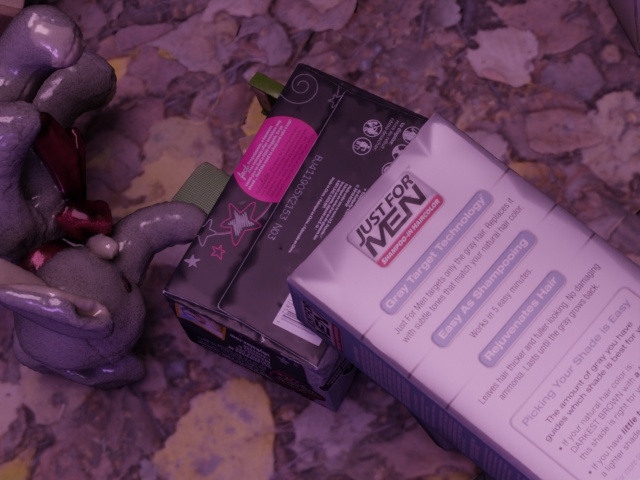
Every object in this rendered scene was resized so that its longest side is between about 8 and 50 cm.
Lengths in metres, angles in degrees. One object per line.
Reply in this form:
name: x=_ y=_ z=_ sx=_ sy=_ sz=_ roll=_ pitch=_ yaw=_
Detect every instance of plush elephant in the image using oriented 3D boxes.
plush elephant: x=-0.227 y=-0.004 z=1.564 sx=0.255 sy=0.272 sz=0.330 roll=38 pitch=80 yaw=4

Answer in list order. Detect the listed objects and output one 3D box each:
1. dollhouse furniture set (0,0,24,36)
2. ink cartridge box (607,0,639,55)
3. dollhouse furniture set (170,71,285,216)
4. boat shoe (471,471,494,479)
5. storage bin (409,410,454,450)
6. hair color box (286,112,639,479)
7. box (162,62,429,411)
dollhouse furniture set: x=-0.476 y=-0.338 z=1.735 sx=0.394 sy=0.362 sz=0.256 roll=11 pitch=67 yaw=-14
ink cartridge box: x=0.318 y=-0.328 z=1.658 sx=0.171 sy=0.168 sz=0.233 roll=-24 pitch=64 yaw=1
dollhouse furniture set: x=-0.079 y=-0.079 z=1.690 sx=0.076 sy=0.058 sz=0.152 roll=30 pitch=75 yaw=22
boat shoe: x=0.192 y=0.203 z=1.485 sx=0.319 sy=0.099 sz=0.116 roll=-38 pitch=65 yaw=-7
storage bin: x=0.123 y=0.116 z=1.552 sx=0.135 sy=0.098 sz=0.091 roll=-33 pitch=92 yaw=-5
hair color box: x=0.175 y=0.092 z=1.409 sx=0.374 sy=0.113 sz=0.185 roll=39 pitch=78 yaw=14
box: x=0.000 y=0.000 z=1.592 sx=0.163 sy=0.142 sz=0.247 roll=26 pitch=75 yaw=16
